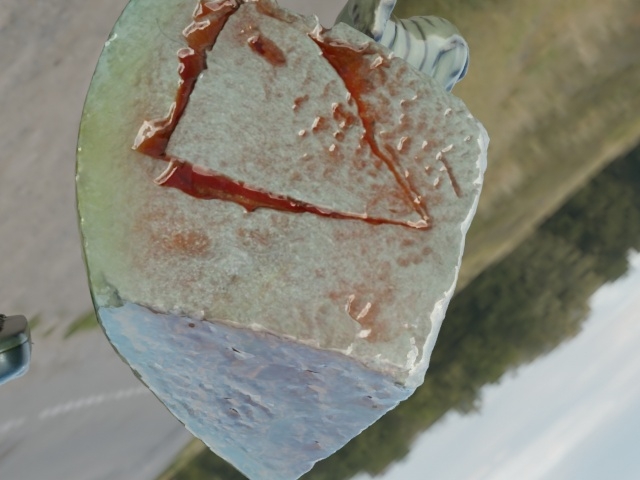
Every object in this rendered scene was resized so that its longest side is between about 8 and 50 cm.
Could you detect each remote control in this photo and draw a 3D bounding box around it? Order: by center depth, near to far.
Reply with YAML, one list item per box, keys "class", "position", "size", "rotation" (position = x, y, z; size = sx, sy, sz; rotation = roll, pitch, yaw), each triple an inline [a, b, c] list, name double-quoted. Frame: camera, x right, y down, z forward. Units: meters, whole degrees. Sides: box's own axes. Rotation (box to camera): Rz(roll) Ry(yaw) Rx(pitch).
- class: "remote control"
  position: [-0.204, 0.068, 0.931]
  size: [0.072, 0.042, 0.222]
  rotation: [-16, -179, -10]

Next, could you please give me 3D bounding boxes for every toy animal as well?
- class: "toy animal"
  position: [0.053, -0.131, 1.134]
  size: [0.217, 0.073, 0.176]
  rotation: [-14, 133, -55]

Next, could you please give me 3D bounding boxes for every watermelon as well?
- class: "watermelon"
  position: [0.000, 0.000, 0.831]
  size: [0.261, 0.201, 0.213]
  rotation: [60, 40, -47]
